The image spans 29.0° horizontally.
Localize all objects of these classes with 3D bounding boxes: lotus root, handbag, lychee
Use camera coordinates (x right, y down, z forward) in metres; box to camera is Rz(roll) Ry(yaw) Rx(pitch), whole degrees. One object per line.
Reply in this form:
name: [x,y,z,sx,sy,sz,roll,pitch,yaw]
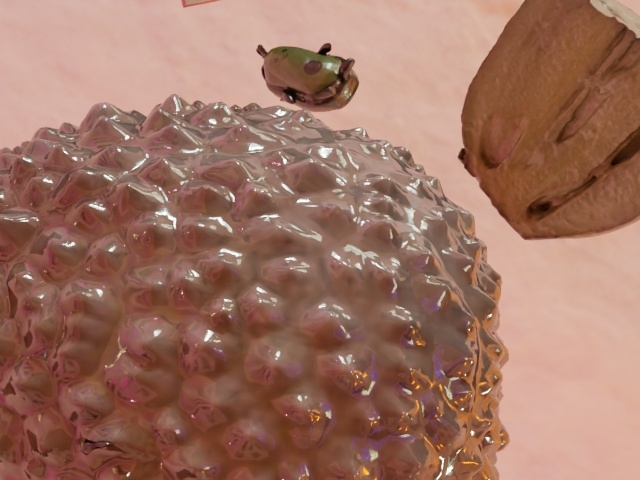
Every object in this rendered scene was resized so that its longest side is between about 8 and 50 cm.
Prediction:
lotus root: [0.305,-0.123,1.403,0.267,0.260,0.149,43,25,19]
handbag: [-0.016,-0.155,1.168,0.072,0.111,0.047,-55,144,-14]
lychee: [-0.064,0.093,0.826,0.432,0.380,0.380,21,67,-15]

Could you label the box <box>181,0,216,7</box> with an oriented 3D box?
box: [-0.050,-0.482,1.357,0.300,0.314,0.312,-13,69,-8]
